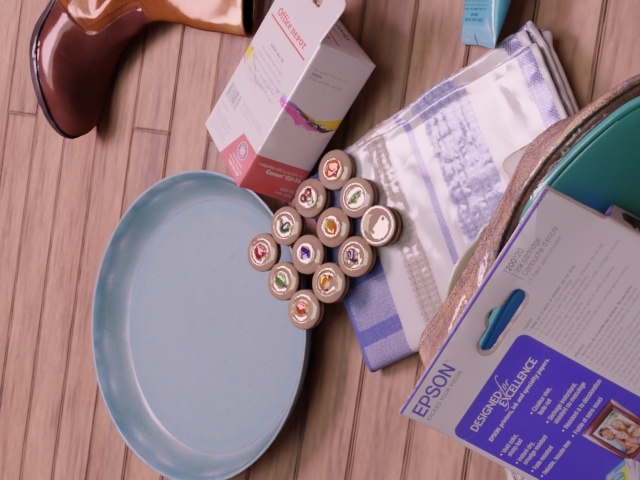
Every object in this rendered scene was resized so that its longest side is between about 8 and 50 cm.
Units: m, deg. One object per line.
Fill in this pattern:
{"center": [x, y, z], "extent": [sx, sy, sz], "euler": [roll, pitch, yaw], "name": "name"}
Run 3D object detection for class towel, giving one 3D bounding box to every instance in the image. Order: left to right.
{"center": [0.114, -0.028, 0.978], "extent": [0.285, 0.034, 0.209], "euler": [-31, 70, 37], "name": "towel"}

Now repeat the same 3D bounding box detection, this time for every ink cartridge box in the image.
{"center": [-0.022, -0.151, 1.062], "extent": [0.198, 0.067, 0.115], "euler": [-57, 38, 24], "name": "ink cartridge box"}
{"center": [0.194, 0.084, 0.814], "extent": [0.208, 0.045, 0.206], "euler": [28, 111, -7], "name": "ink cartridge box"}

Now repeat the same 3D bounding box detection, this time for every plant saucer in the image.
{"center": [-0.121, 0.087, 1.167], "extent": [0.317, 0.043, 0.318], "euler": [-3, 85, 40], "name": "plant saucer"}

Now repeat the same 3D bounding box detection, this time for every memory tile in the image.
{"center": [0.000, 0.000, 1.036], "extent": [0.148, 0.012, 0.113], "euler": [-48, 61, 22], "name": "memory tile"}

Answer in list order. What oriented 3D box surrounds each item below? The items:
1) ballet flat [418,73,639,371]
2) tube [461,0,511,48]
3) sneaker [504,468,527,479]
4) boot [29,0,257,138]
{"center": [0.158, -0.004, 0.856], "extent": [0.316, 0.107, 0.106], "euler": [-60, 28, 23], "name": "ballet flat"}
{"center": [0.154, -0.263, 0.944], "extent": [0.080, 0.052, 0.207], "euler": [-124, 47, -77], "name": "tube"}
{"center": [0.168, 0.189, 0.923], "extent": [0.037, 0.032, 0.083], "euler": [3, 94, 27], "name": "sneaker"}
{"center": [-0.176, -0.232, 1.229], "extent": [0.280, 0.096, 0.264], "euler": [9, 86, 33], "name": "boot"}
